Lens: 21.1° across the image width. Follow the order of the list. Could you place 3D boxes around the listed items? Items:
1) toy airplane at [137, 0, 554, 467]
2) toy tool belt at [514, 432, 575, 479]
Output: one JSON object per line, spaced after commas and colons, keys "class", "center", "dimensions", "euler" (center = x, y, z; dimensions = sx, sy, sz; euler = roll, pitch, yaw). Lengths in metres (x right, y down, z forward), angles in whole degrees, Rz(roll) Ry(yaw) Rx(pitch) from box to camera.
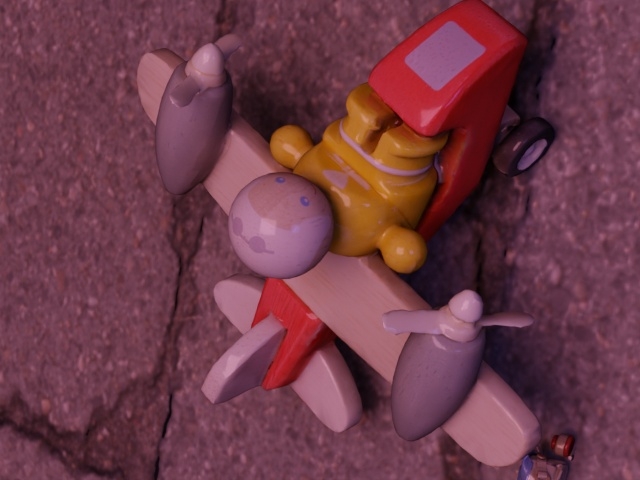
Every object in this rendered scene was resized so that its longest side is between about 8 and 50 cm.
{"class": "toy airplane", "center": [0.000, 0.000, 1.470], "dimensions": [0.386, 0.272, 0.385], "euler": [-3, 91, 31]}
{"class": "toy tool belt", "center": [0.186, 0.202, 1.493], "dimensions": [0.051, 0.052, 0.083], "euler": [17, 100, 22]}
